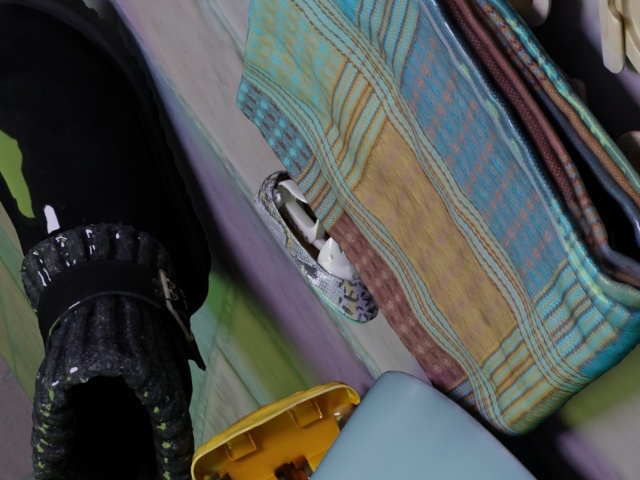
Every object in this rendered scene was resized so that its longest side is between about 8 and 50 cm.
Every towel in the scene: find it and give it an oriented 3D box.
[{"bbox_3d":[0.044,-0.034,0.840,0.271,0.040,0.370,56,167,11],"label":"towel"}]

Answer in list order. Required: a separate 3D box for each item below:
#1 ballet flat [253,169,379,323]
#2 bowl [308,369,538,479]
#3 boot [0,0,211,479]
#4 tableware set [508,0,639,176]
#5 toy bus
[{"bbox_3d":[0.000,0.000,1.064,0.114,0.041,0.041,50,161,22],"label":"ballet flat"},{"bbox_3d":[0.071,0.246,1.011,0.311,0.163,0.311,51,168,15],"label":"bowl"},{"bbox_3d":[-0.174,0.008,1.219,0.260,0.131,0.348,-84,-29,-51],"label":"boot"},{"bbox_3d":[0.106,-0.063,0.682,0.168,0.020,0.141,38,153,50],"label":"tableware set"},{"bbox_3d":[0.000,0.201,1.264,0.211,0.149,0.220,-125,9,-78],"label":"toy bus"}]
